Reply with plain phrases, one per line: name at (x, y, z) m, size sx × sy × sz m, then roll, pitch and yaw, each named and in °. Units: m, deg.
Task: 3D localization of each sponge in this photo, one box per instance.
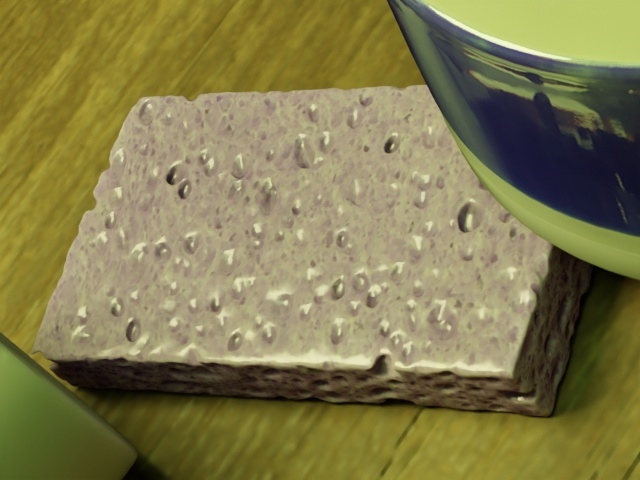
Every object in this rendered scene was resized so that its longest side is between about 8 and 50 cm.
sponge at (0.000, 0.000, 0.710) m, size 0.210 × 0.031 × 0.117 m, roll 0°, pitch 60°, yaw 35°

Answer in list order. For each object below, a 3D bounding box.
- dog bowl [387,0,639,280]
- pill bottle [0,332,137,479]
dog bowl at (0.145, -0.118, 0.617) m, size 0.264 × 0.104 × 0.265 m, roll -14°, pitch 49°, yaw 17°
pill bottle at (-0.199, 0.139, 0.655) m, size 0.283 × 0.161 × 0.161 m, roll -51°, pitch 45°, yaw -7°
